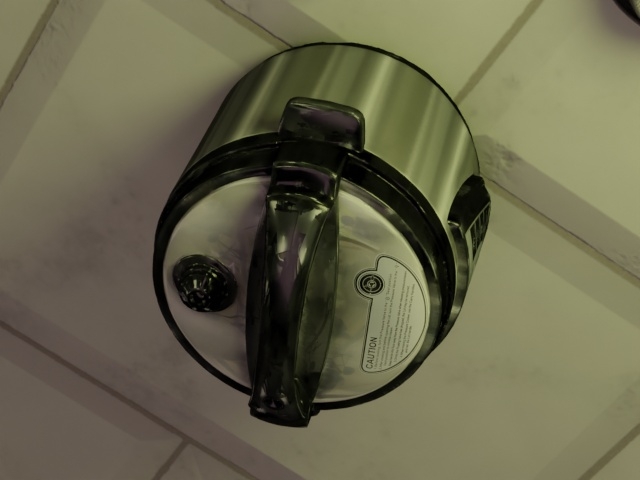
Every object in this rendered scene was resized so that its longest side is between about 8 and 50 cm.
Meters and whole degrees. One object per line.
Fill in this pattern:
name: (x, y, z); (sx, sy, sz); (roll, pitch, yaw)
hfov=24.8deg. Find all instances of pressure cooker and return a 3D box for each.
pressure cooker: (-0.006, 0.000, 1.755); (0.375, 0.420, 0.370); (-28, 111, 27)

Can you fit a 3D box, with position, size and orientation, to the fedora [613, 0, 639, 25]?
fedora: (0.428, -0.330, 1.609); (0.243, 0.124, 0.275); (28, 125, -5)
